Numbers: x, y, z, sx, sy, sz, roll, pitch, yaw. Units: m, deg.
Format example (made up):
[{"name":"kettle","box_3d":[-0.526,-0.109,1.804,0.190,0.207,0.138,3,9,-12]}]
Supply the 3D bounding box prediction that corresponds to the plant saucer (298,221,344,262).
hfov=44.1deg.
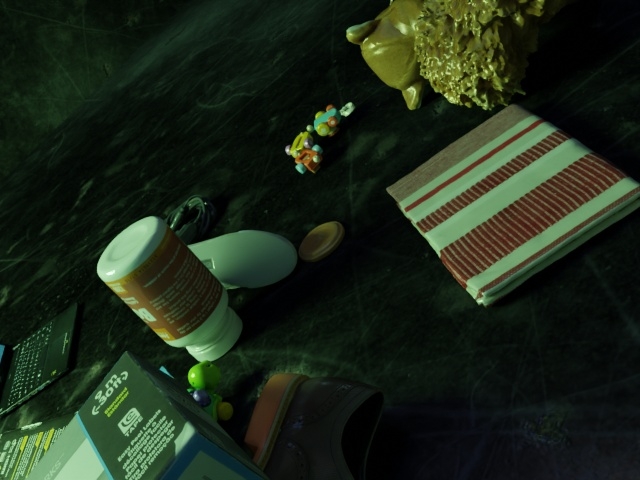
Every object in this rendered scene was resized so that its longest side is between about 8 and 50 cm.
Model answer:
[{"name":"plant saucer","box_3d":[0.000,0.000,1.246,0.083,0.013,0.083,-29,30,18]}]

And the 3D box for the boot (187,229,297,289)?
[{"name":"boot","box_3d":[-0.155,0.034,1.293,0.258,0.095,0.123,-6,2,10]}]

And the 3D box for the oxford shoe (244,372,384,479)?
[{"name":"oxford shoe","box_3d":[-0.019,0.282,0.751,0.132,0.130,0.364,-5,48,22]}]

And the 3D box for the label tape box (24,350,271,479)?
[{"name":"label tape box","box_3d":[-0.216,0.246,0.783,0.241,0.106,0.333,-53,29,-9]}]

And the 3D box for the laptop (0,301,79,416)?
[{"name":"laptop","box_3d":[-0.615,0.211,1.514,0.264,0.137,0.234,-34,29,7]}]

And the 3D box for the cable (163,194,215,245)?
[{"name":"cable","box_3d":[-0.282,-0.017,1.570,0.150,0.047,0.184,-8,43,50]}]

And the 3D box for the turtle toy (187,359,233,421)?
[{"name":"turtle toy","box_3d":[-0.170,0.224,1.062,0.095,0.066,0.130,-9,40,42]}]

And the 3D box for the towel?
[{"name":"towel","box_3d":[0.241,-0.060,1.039,0.237,0.037,0.329,-34,30,3]}]

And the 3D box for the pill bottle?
[{"name":"pill bottle","box_3d":[-0.214,0.078,1.165,0.121,0.216,0.121,-29,29,18]}]

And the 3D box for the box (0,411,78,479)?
[{"name":"box","box_3d":[-0.348,0.377,0.980,0.257,0.079,0.322,-19,45,29]}]

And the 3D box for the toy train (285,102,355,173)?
[{"name":"toy train","box_3d":[0.003,-0.184,1.480,0.166,0.046,0.125,-51,32,-16]}]

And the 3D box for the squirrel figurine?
[{"name":"squirrel figurine","box_3d":[0.223,-0.378,1.284,0.370,0.281,0.397,-34,26,22]}]
